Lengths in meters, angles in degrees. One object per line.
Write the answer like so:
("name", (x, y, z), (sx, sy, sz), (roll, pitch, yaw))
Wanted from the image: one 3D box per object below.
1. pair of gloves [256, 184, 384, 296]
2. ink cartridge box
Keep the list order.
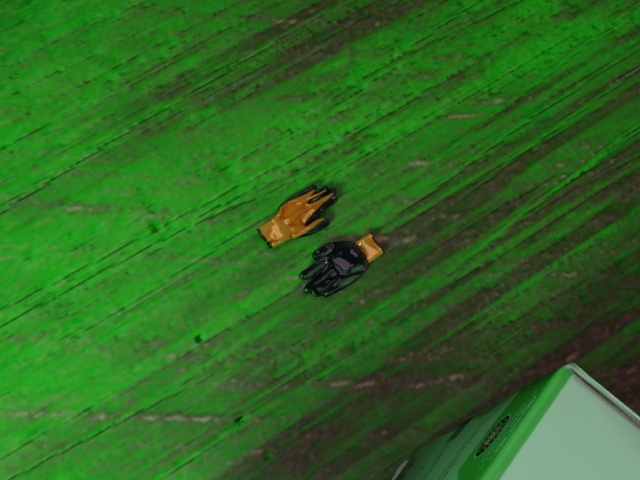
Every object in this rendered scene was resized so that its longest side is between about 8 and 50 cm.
("pair of gloves", (0.000, 0.000, 1.031), (0.074, 0.010, 0.083), (-36, 83, -20))
("ink cartridge box", (0.090, 0.217, 0.824), (0.121, 0.289, 0.211), (38, 69, 2))
